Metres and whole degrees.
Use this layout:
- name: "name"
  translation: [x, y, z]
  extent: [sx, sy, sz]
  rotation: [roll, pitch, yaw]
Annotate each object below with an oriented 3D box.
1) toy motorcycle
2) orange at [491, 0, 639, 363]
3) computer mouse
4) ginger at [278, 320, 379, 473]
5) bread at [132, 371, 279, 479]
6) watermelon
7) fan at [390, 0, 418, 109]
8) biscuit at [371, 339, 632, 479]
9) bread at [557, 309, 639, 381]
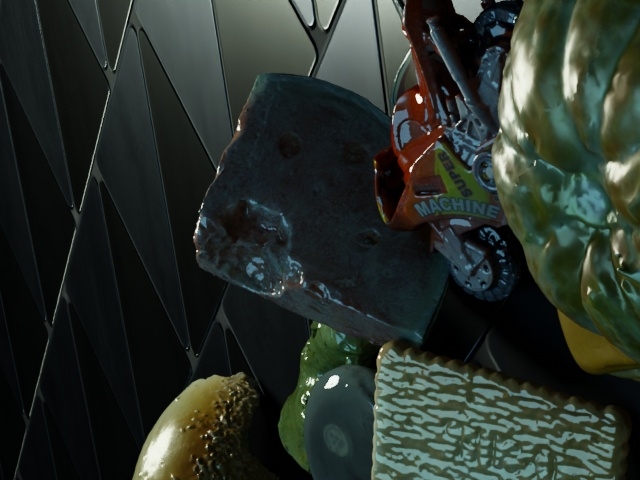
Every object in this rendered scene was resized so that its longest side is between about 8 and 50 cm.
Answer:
- name: "toy motorcycle"
  translation: [0.121, -0.084, 1.513]
  extent: [0.171, 0.089, 0.298]
  rotation: [35, 136, 33]
- name: "orange"
  translation: [0.251, -0.062, 1.089]
  extent: [0.329, 0.249, 0.329]
  rotation: [41, 145, 38]
- name: "computer mouse"
  translation: [0.119, 0.280, 1.719]
  extent: [0.371, 0.122, 0.188]
  rotation: [61, 145, 16]
- name: "ginger"
  translation: [0.018, 0.142, 1.866]
  extent: [0.137, 0.089, 0.290]
  rotation: [-70, 0, -51]
- name: "bread"
  translation: [-0.132, 0.333, 2.172]
  extent: [0.171, 0.192, 0.314]
  rotation: [2, 104, 50]
- name: "watermelon"
  translation: [0.000, 0.000, 1.691]
  extent: [0.318, 0.226, 0.148]
  rotation: [59, 165, 25]
- name: "fan"
  translation: [0.097, -0.157, 1.611]
  extent: [0.132, 0.009, 0.220]
  rotation: [-40, 69, 53]
- name: "biscuit"
  translation: [0.156, 0.187, 1.566]
  extent: [0.249, 0.030, 0.160]
  rotation: [14, 113, 31]
- name: "bread"
  translation: [0.259, 0.052, 1.356]
  extent: [0.200, 0.077, 0.116]
  rotation: [-18, 81, 64]
